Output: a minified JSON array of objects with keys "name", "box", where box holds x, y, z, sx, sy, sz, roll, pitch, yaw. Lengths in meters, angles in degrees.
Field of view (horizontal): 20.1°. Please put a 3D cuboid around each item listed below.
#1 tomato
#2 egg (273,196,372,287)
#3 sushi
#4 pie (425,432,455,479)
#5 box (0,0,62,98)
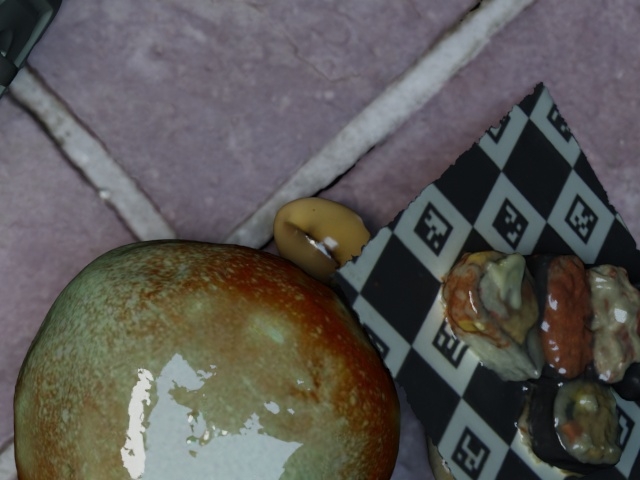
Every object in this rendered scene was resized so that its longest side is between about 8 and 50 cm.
[{"name":"tomato","box":[-0.084,0.145,1.379,0.303,0.239,0.303,-1,95,-10]},{"name":"egg","box":[0.000,0.000,1.469,0.083,0.071,0.071,42,86,-2]},{"name":"sushi","box":[0.205,0.077,1.445,0.320,0.069,0.339,-42,106,-39]},{"name":"pie","box":[0.187,0.169,1.547,0.195,0.046,0.195,-1,96,-12]},{"name":"box","box":[-0.276,-0.155,1.311,0.130,0.227,0.162,33,89,1]}]
